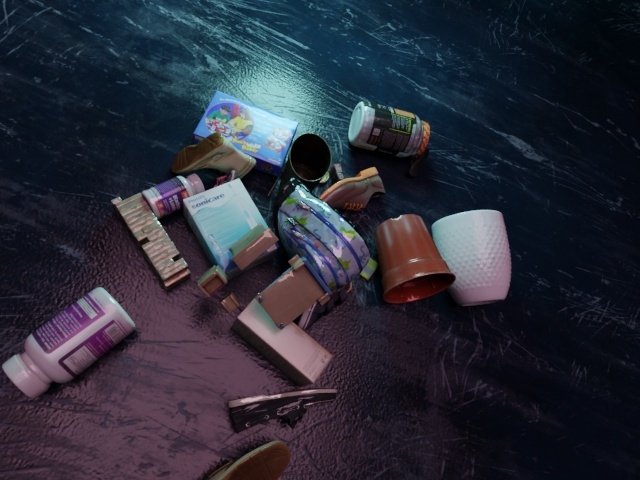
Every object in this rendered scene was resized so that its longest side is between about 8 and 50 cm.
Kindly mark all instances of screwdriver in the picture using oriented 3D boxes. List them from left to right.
[{"bbox_3d":[-0.172,-0.242,1.663,0.025,0.024,0.170,21,66,24],"label":"screwdriver"}]

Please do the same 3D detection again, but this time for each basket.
[{"bbox_3d":[-0.067,-0.257,1.583,0.154,0.227,0.204,14,65,-13],"label":"basket"}]

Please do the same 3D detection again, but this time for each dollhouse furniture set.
[{"bbox_3d":[-0.169,0.140,1.302,0.286,0.198,0.303,-40,104,-7],"label":"dollhouse furniture set"}]

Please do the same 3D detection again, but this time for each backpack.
[{"bbox_3d":[0.000,0.000,1.408,0.355,0.290,0.273,27,62,19],"label":"backpack"}]

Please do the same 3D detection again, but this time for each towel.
[{"bbox_3d":[0.184,0.106,1.628,0.060,0.009,0.083,37,71,-9],"label":"towel"}]

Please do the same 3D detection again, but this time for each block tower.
[{"bbox_3d":[-0.557,-0.002,1.390,0.097,0.091,0.335,-33,82,-28],"label":"block tower"}]

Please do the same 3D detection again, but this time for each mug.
[{"bbox_3d":[0.628,0.088,1.673,0.374,0.276,0.328,12,67,-47],"label":"mug"}]

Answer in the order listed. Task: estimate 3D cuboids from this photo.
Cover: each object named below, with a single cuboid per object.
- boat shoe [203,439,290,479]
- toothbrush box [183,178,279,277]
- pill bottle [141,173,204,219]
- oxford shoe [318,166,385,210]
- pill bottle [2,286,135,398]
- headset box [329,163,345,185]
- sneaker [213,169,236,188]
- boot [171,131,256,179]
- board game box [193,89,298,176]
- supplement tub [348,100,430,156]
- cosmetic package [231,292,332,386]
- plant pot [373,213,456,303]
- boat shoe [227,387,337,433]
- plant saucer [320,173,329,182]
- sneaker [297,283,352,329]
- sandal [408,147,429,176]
[{"bbox_3d":[-0.249,0.672,1.190,0.342,0.123,0.123,-33,106,-18],"label":"boat shoe"},{"bbox_3d":[-0.315,-0.037,1.464,0.216,0.126,0.295,-27,80,-25],"label":"toothbrush box"},{"bbox_3d":[-0.508,-0.159,1.461,0.193,0.108,0.108,-32,81,-26],"label":"pill bottle"},{"bbox_3d":[0.117,-0.172,1.669,0.364,0.130,0.132,-29,86,-26],"label":"oxford shoe"},{"bbox_3d":[-0.697,0.285,1.178,0.169,0.169,0.301,47,62,4],"label":"pill bottle"},{"bbox_3d":[0.067,-0.271,1.727,0.032,0.062,0.083,-9,72,-22],"label":"headset box"},{"bbox_3d":[-0.352,-0.217,1.532,0.057,0.119,0.047,36,33,-10],"label":"sneaker"},{"bbox_3d":[-0.392,-0.280,1.545,0.203,0.262,0.095,28,46,-53],"label":"boot"},{"bbox_3d":[-0.286,-0.419,1.649,0.347,0.078,0.233,21,64,-5],"label":"board game box"},{"bbox_3d":[0.295,-0.472,1.814,0.316,0.193,0.193,10,65,-14],"label":"supplement tub"},{"bbox_3d":[-0.130,0.326,1.357,0.309,0.160,0.113,42,61,0],"label":"cosmetic package"},{"bbox_3d":[0.328,0.063,1.578,0.272,0.272,0.265,-3,61,-20],"label":"plant pot"},{"bbox_3d":[-0.109,0.526,1.298,0.340,0.127,0.113,-2,70,-17],"label":"boat shoe"},{"bbox_3d":[-0.007,-0.272,1.729,0.083,0.015,0.083,7,67,-16],"label":"plant saucer"},{"bbox_3d":[0.034,0.190,1.486,0.127,0.126,0.321,28,61,1],"label":"sneaker"},{"bbox_3d":[0.434,-0.352,1.890,0.040,0.067,0.179,16,56,34],"label":"sandal"}]
